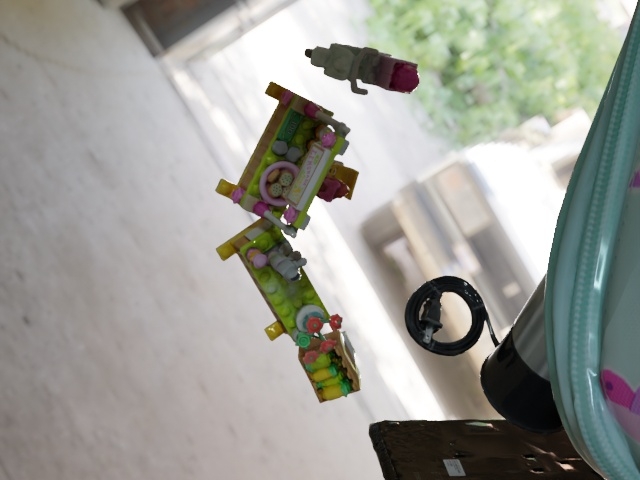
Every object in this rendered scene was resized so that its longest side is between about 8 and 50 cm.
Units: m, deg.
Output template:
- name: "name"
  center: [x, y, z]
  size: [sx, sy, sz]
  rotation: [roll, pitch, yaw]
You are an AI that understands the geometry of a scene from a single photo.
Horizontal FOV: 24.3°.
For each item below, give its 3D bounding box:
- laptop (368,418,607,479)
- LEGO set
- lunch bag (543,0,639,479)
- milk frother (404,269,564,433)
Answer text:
- name: "laptop"
  center: [0.178, 0.235, 1.150]
  size: [0.234, 0.264, 0.137]
  rotation: [-113, -157, -78]
- name: "LEGO set"
  center: [0.000, 0.000, 1.086]
  size: [0.107, 0.132, 0.287]
  rotation: [-144, -123, -60]
- name: "lunch bag"
  center: [0.179, -0.040, 0.406]
  size: [0.224, 0.108, 0.279]
  rotation: [25, 74, -29]
- name: "milk frother"
  center: [0.153, 0.054, 1.124]
  size: [0.143, 0.135, 0.129]
  rotation: [9, 44, -18]
